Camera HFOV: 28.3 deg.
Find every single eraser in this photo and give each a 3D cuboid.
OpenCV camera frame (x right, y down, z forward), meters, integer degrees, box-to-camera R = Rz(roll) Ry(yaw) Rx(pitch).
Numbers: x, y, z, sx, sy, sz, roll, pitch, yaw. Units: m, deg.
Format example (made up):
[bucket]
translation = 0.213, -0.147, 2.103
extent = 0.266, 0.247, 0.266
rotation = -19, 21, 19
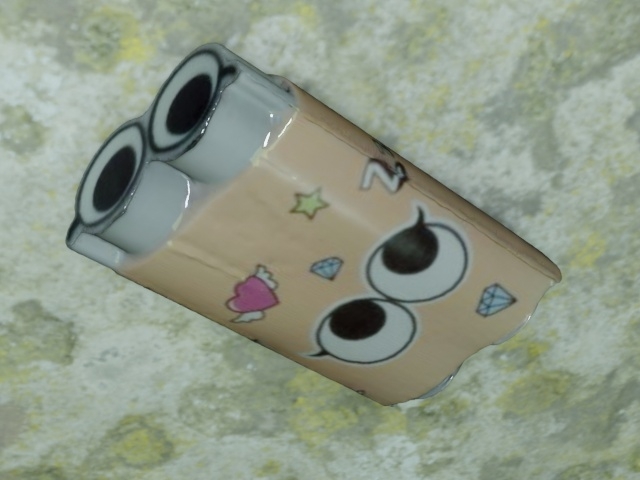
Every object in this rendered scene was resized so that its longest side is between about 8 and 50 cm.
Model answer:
[eraser]
translation = 0.000, 0.000, 0.831
extent = 0.290, 0.087, 0.171
rotation = 30, 120, -33
